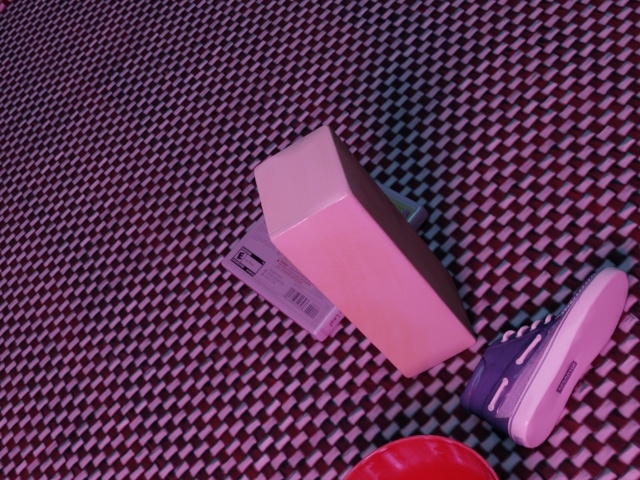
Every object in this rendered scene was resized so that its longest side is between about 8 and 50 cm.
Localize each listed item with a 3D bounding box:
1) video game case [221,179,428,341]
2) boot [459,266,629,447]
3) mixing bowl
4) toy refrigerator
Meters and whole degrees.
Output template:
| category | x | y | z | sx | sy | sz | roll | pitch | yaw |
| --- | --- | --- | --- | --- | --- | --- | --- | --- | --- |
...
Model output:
| category | x | y | z | sx | sy | sz | roll | pitch | yaw |
| --- | --- | --- | --- | --- | --- | --- | --- | --- | --- |
| video game case | 0.000 | 0.000 | 1.257 | 0.193 | 0.023 | 0.212 | -49 | 42 | -7 |
| boot | 0.209 | 0.095 | 0.986 | 0.086 | 0.069 | 0.190 | 25 | 76 | 43 |
| mixing bowl | 0.098 | 0.272 | 0.906 | 0.181 | 0.098 | 0.181 | -21 | 46 | 24 |
| toy refrigerator | 0.045 | 0.020 | 1.022 | 0.094 | 0.269 | 0.102 | -30 | 44 | 14 |
